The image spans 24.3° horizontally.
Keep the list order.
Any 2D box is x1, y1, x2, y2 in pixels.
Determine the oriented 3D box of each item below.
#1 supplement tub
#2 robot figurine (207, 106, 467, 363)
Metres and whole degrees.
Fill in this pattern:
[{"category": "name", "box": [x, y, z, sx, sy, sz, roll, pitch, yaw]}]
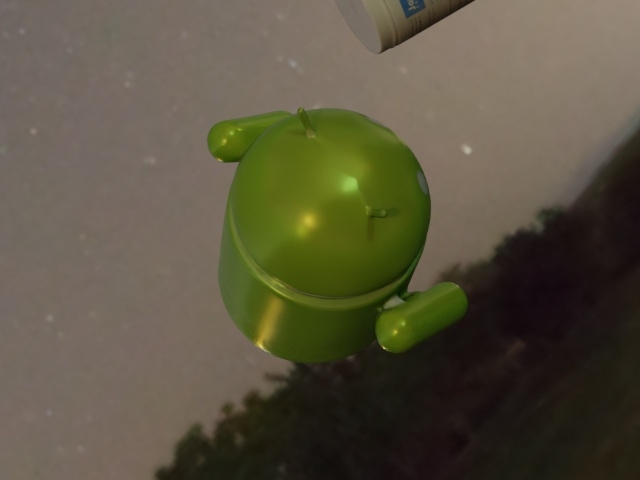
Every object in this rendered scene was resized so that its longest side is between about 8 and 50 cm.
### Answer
[{"category": "supplement tub", "box": [0.065, -0.175, 0.955, 0.107, 0.071, 0.071, -32, -9, -9]}, {"category": "robot figurine", "box": [0.000, 0.000, 0.503, 0.067, 0.101, 0.115, -35, -17, -20]}]
